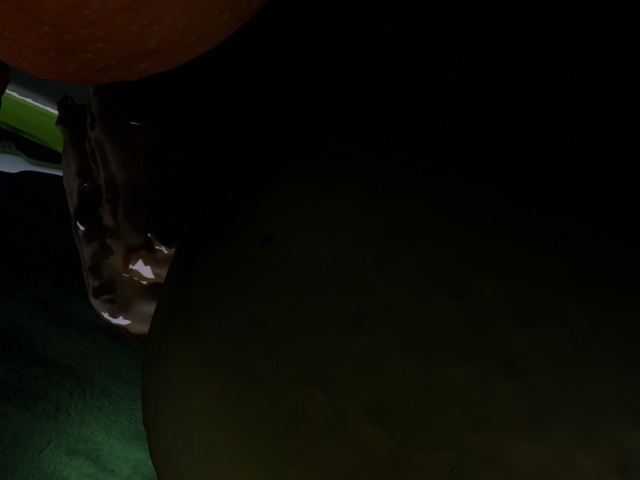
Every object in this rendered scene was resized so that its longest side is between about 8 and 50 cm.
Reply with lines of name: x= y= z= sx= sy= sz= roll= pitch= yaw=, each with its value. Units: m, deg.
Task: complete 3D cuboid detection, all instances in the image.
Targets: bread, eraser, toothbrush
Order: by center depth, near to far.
bread: x=-0.030 y=-0.016 z=1.209 sx=0.324 sy=0.167 sz=0.277 roll=26 pitch=-156 yaw=-32
eraser: x=-0.166 y=-0.103 z=1.462 sx=0.274 sy=0.092 sz=0.210 roll=23 pitch=170 yaw=-1
toothbrush: x=-0.182 y=-0.059 z=1.594 sx=0.342 sy=0.025 sz=0.030 roll=10 pitch=-148 yaw=-34

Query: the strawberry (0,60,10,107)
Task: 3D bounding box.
strawberry: x=-0.351 y=-0.159 z=1.092 sx=0.292 sy=0.292 sz=0.343 roll=25 pitch=168 yaw=-4

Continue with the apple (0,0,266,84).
apple: x=-0.129 y=-0.190 z=0.682 sx=0.251 sy=0.206 sz=0.272 roll=22 pitch=170 yaw=26

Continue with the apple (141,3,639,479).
apple: x=0.123 y=0.089 z=0.894 sx=0.473 sy=0.474 sz=0.473 roll=23 pitch=169 yaw=5
